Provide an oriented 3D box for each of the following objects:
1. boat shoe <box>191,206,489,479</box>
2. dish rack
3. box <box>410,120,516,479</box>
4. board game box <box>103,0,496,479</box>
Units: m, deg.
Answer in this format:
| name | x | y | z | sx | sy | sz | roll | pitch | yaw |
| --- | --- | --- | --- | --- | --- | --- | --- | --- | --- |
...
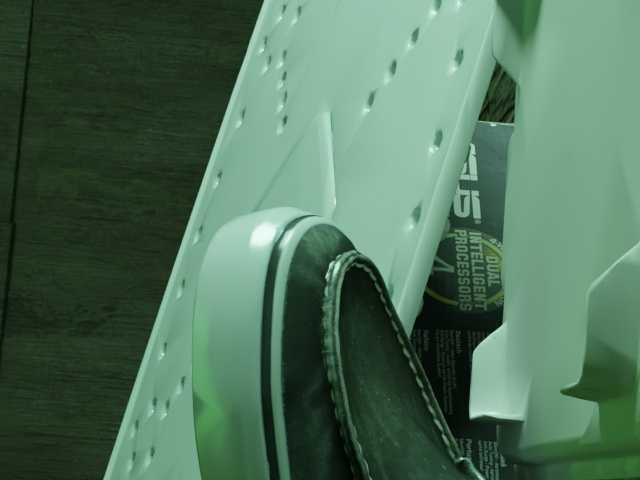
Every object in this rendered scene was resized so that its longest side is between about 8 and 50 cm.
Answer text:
| name | x | y | z | sx | sy | sz | roll | pitch | yaw |
| --- | --- | --- | --- | --- | --- | --- | --- | --- | --- |
| boat shoe | 0.046 | 0.143 | 0.676 | 0.121 | 0.119 | 0.335 | -19 | -86 | -59 |
| dish rack | 0.111 | -0.032 | 0.629 | 0.333 | 0.072 | 0.285 | 108 | 165 | -81 |
| box | 0.059 | 0.172 | 0.988 | 0.318 | 0.097 | 0.395 | 96 | 176 | -45 |
| board game box | 0.000 | 0.000 | 0.960 | 0.390 | 0.050 | 0.390 | -3 | 67 | 69 |
